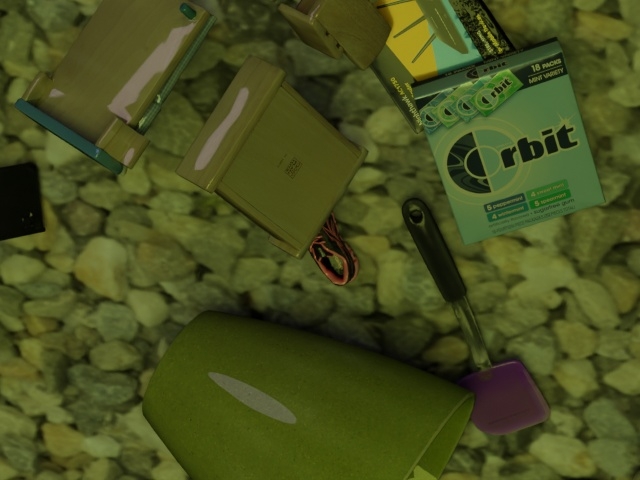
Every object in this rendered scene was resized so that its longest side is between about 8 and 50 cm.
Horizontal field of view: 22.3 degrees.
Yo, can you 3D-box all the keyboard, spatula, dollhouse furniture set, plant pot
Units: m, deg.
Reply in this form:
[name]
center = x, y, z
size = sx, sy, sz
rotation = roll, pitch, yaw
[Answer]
[keyboard]
center = -0.381, -0.018, 1.739
size = 0.180, 0.023, 0.108
rotation = -13, 104, -35
[spatula]
center = 0.156, 0.085, 1.763
size = 0.084, 0.030, 0.296
rotation = -23, 102, 14
[dollhouse furniture set]
center = -0.112, -0.171, 1.695
size = 0.303, 0.198, 0.286
rotation = 29, 85, 33
[plant pot]
center = -0.031, 0.203, 1.720
size = 0.293, 0.275, 0.275
rotation = 31, 107, 14

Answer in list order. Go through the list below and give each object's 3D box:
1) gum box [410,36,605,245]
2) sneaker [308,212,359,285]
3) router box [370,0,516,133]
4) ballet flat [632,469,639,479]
[gum box]
center = 0.195, -0.100, 1.673
size = 0.157, 0.041, 0.184
rotation = -17, 119, 7
[sneaker]
center = 0.000, 0.000, 1.743
size = 0.047, 0.057, 0.119
rotation = -34, 98, 16
[router box]
center = 0.106, -0.220, 1.675
size = 0.133, 0.046, 0.179
rotation = -33, 100, 14
[ballet flat]
center = 0.382, 0.364, 1.802
size = 0.086, 0.086, 0.248
rotation = -4, 104, 7
